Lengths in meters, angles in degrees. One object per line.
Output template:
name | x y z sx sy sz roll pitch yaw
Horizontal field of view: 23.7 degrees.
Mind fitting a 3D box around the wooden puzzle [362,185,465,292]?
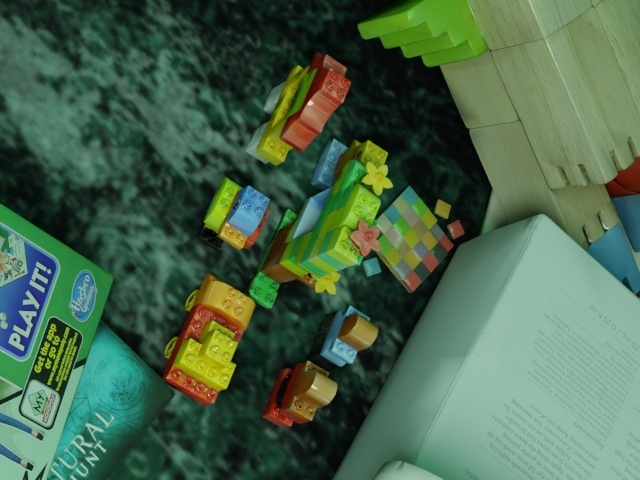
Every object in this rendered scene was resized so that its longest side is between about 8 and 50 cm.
wooden puzzle | 0.056 -0.001 0.954 0.049 0.006 0.083 51 57 -10

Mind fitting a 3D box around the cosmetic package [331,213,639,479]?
cosmetic package | 0.182 0.213 0.917 0.377 0.097 0.284 40 59 -16

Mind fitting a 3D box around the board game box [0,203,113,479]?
board game box | -0.224 0.101 0.650 0.213 0.046 0.317 36 52 -32

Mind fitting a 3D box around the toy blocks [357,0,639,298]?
toy blocks | 0.232 -0.112 1.014 0.381 0.190 0.261 -36 108 -33

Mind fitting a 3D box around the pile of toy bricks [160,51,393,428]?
pile of toy bricks | 0.000 0.000 0.859 0.118 0.105 0.212 32 62 -21

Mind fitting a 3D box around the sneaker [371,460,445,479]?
sneaker | 0.103 0.253 0.756 0.282 0.102 0.161 34 66 -7

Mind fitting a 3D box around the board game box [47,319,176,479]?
board game box | -0.174 0.104 0.770 0.126 0.026 0.186 46 58 -13
